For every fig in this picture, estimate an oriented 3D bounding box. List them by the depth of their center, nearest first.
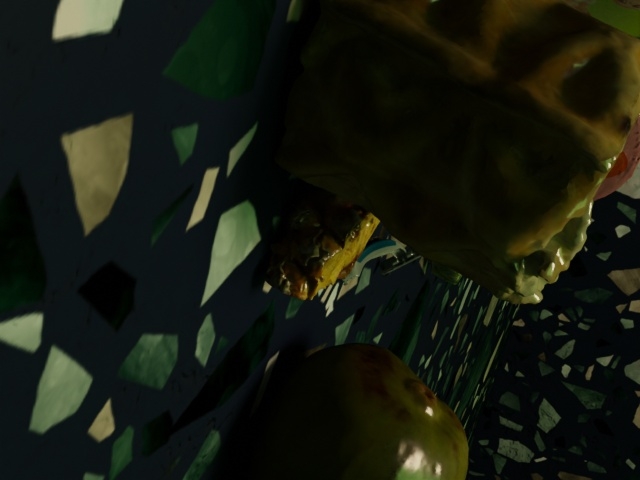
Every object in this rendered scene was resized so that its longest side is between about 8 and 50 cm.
[{"bbox_3d":[0.022,0.218,0.944,0.225,0.203,0.203,-46,166,10],"label":"fig"}]

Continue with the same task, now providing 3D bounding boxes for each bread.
[{"bbox_3d":[0.110,-0.099,0.741,0.238,0.252,0.196,-69,168,18],"label":"bread"}]

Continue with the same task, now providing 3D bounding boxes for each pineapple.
[{"bbox_3d":[0.000,0.000,0.837,0.137,0.069,0.116,-50,162,-25],"label":"pineapple"}]

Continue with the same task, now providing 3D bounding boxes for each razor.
[{"bbox_3d":[0.061,0.020,1.075,0.068,0.037,0.191,-30,172,23],"label":"razor"}]

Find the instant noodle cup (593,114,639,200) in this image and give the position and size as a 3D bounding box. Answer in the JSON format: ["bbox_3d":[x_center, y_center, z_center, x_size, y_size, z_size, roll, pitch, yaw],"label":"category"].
[{"bbox_3d":[0.339,-0.208,1.334,0.243,0.243,0.231,94,18,-44],"label":"instant noodle cup"}]

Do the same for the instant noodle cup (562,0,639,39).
[{"bbox_3d":[0.261,-0.377,0.873,0.294,0.294,0.308,37,68,-72],"label":"instant noodle cup"}]

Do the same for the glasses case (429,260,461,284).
[{"bbox_3d":[0.191,-0.052,1.338,0.095,0.062,0.272,-53,157,-26],"label":"glasses case"}]
